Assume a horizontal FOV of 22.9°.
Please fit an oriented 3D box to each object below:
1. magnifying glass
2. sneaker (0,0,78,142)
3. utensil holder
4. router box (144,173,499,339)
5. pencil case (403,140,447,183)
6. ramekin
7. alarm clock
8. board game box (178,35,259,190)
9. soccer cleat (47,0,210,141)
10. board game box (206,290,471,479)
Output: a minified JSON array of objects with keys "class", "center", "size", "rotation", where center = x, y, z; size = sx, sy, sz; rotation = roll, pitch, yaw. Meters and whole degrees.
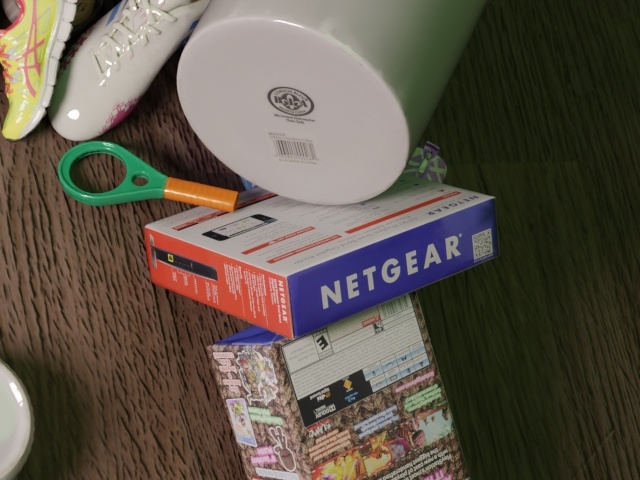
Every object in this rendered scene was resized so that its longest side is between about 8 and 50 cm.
[{"class":"magnifying glass","center":[-0.218,-0.071,1.990],"size":[0.231,0.026,0.092],"rotation":[11,55,6]},{"class":"sneaker","center":[-0.374,-0.227,1.968],"size":[0.094,0.081,0.208],"rotation":[15,90,-23]},{"class":"utensil holder","center":[0.031,-0.284,1.985],"size":[0.327,0.327,0.385],"rotation":[36,51,-11]},{"class":"router box","center":[0.000,0.000,1.975],"size":[0.335,0.301,0.082],"rotation":[-20,114,-33]},{"class":"pencil case","center":[0.120,-0.038,2.189],"size":[0.086,0.088,0.206],"rotation":[26,59,-16]},{"class":"ramekin","center":[-0.418,0.211,1.758],"size":[0.207,0.109,0.207],"rotation":[12,64,-25]},{"class":"alarm clock","center":[-0.361,-0.308,2.047],"size":[0.129,0.064,0.192],"rotation":[37,57,-16]},{"class":"board game box","center":[-0.065,-0.258,2.186],"size":[0.233,0.078,0.347],"rotation":[-21,80,-34]},{"class":"soccer cleat","center":[-0.231,-0.272,2.010],"size":[0.116,0.143,0.331],"rotation":[39,76,1]},{"class":"board game box","center":[0.028,0.224,1.936],"size":[0.232,0.141,0.291],"rotation":[-22,100,-35]}]
